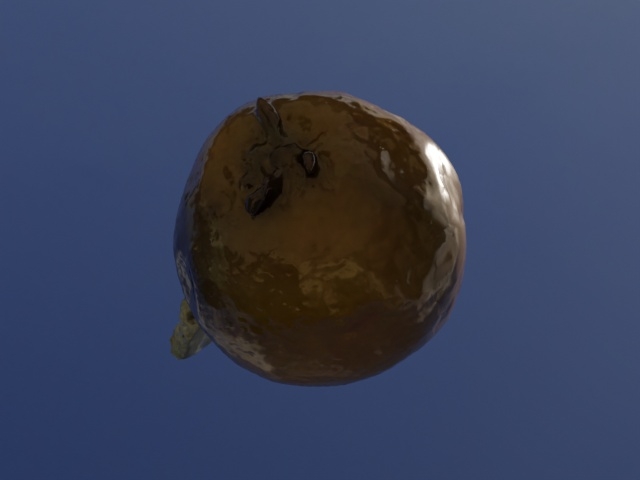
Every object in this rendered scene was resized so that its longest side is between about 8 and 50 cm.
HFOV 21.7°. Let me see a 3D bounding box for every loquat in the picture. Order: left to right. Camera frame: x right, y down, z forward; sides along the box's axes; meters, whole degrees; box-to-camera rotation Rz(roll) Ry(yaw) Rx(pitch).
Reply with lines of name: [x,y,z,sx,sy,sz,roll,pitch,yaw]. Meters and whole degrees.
loquat: [0.000,0.000,1.253,0.238,0.238,0.193,-12,-131,8]

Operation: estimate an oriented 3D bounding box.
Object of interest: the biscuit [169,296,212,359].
biscuit: [-0.077,-0.001,1.627,0.040,0.188,0.265,29,-84,17]
